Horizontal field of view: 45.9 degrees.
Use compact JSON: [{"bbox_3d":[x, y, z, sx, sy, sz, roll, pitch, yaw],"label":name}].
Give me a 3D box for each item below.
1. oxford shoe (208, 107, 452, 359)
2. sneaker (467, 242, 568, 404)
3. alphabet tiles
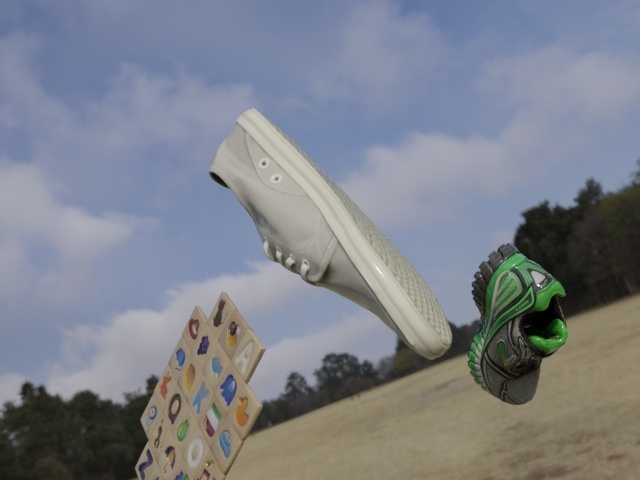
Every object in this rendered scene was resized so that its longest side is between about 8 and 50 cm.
[{"bbox_3d":[0.000,0.000,0.976,0.130,0.449,0.169,-46,-31,6],"label":"oxford shoe"},{"bbox_3d":[0.343,0.176,1.301,0.134,0.146,0.344,-31,-46,-19],"label":"sneaker"},{"bbox_3d":[-0.191,0.264,1.151,0.011,0.285,0.343,20,-77,-34],"label":"alphabet tiles"}]
